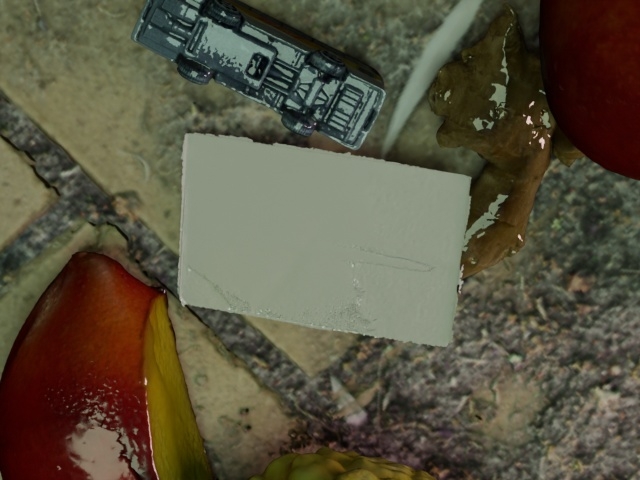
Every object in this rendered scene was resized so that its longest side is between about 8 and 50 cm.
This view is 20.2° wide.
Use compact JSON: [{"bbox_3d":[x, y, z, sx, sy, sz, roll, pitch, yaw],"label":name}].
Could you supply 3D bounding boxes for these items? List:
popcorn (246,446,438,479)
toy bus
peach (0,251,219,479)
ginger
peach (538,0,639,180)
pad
[{"bbox_3d":[0.036,0.282,1.451,0.225,0.174,0.286,-36,125,-10],"label":"popcorn"},{"bbox_3d":[-0.045,-0.136,1.353,0.190,0.075,0.064,25,108,-8],"label":"toy bus"},{"bbox_3d":[-0.180,0.151,1.423,0.158,0.154,0.267,-10,111,6],"label":"peach"},{"bbox_3d":[0.129,-0.071,1.389,0.133,0.059,0.214,27,111,-18],"label":"ginger"},{"bbox_3d":[0.269,-0.148,1.234,0.245,0.274,0.248,-40,101,-2],"label":"peach"},{"bbox_3d":[0.000,0.000,1.414,0.232,0.004,0.156,9,115,10],"label":"pad"}]
